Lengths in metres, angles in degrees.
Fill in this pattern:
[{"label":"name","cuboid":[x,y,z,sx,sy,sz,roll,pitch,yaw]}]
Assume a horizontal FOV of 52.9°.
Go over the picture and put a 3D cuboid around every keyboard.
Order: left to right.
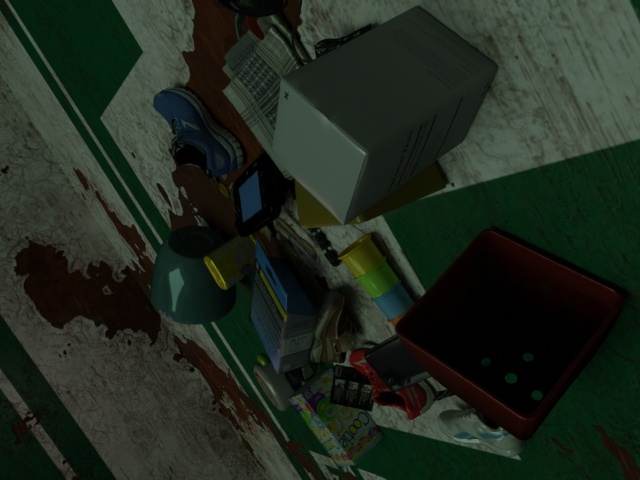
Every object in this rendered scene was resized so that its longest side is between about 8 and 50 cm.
[{"label":"keyboard","cuboid":[0.256,0.271,1.431,0.201,0.033,0.317,51,132,-2]}]

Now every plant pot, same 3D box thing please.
[{"label":"plant pot","cuboid":[-0.418,0.093,2.138,0.293,0.293,0.235,36,133,31]},{"label":"plant pot","cuboid":[0.069,-0.147,1.200,0.212,0.212,0.187,-2,108,58]},{"label":"plant pot","cuboid":[0.330,0.189,1.122,0.267,0.267,0.236,31,157,37]}]

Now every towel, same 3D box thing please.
[{"label":"towel","cuboid":[-0.092,-0.305,1.415,0.324,0.056,0.312,58,152,-5]}]

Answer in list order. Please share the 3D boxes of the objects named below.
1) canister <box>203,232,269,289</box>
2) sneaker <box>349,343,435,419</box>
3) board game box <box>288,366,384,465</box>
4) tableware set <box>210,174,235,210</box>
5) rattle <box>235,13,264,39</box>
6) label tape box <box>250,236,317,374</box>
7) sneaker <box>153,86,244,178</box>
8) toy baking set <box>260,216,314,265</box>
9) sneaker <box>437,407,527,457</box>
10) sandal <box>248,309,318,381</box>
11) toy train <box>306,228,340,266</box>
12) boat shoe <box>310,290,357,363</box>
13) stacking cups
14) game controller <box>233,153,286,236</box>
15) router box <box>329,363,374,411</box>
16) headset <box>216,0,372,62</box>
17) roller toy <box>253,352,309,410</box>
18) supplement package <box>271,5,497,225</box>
[{"label":"canister","cuboid":[-0.252,0.055,1.938,0.073,0.170,0.126,-3,119,58]},{"label":"sneaker","cuboid":[0.167,0.372,1.697,0.279,0.118,0.107,27,140,41]},{"label":"board game box","cuboid":[0.048,0.570,2.075,0.275,0.144,0.142,53,152,2]},{"label":"tableware set","cuboid":[-0.280,-0.146,1.916,0.154,0.024,0.104,53,153,1]},{"label":"rattle","cuboid":[-0.165,-0.506,1.248,0.143,0.130,0.199,35,155,30]},{"label":"label tape box","cuboid":[-0.107,0.179,1.833,0.333,0.106,0.240,100,149,-41]},{"label":"sneaker","cuboid":[-0.359,-0.291,1.746,0.330,0.147,0.130,44,150,21]},{"label":"toy baking set","cuboid":[-0.095,-0.019,1.770,0.197,0.030,0.256,54,158,-10]},{"label":"sneaker","cuboid":[0.367,0.421,1.492,0.229,0.087,0.092,0,114,49]},{"label":"sandal","cuboid":[-0.113,0.325,2.116,0.303,0.120,0.086,51,180,9]},{"label":"toy train","cuboid":[0.000,0.000,1.644,0.158,0.027,0.036,57,163,-6]},{"label":"boat shoe","cuboid":[0.046,0.244,1.768,0.116,0.123,0.324,14,147,3]},{"label":"stacking cups","cuboid":[0.172,0.133,1.470,0.316,0.096,0.096,51,153,-4]},{"label":"game controller","cuboid":[-0.172,-0.113,1.685,0.319,0.067,0.166,-26,79,65]},{"label":"router box","cuboid":[0.098,0.434,1.883,0.133,0.046,0.179,11,142,4]},{"label":"headset","cuboid":[-0.062,-0.463,1.040,0.185,0.243,0.394,-3,136,36]},{"label":"roller toy","cuboid":[-0.128,0.484,2.252,0.191,0.146,0.209,45,158,35]},{"label":"supplement package","cuboid":[0.093,-0.196,0.993,0.177,0.293,0.175,45,151,19]}]
